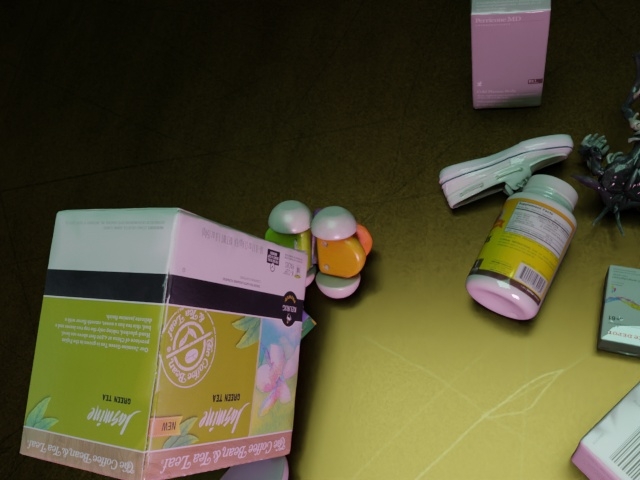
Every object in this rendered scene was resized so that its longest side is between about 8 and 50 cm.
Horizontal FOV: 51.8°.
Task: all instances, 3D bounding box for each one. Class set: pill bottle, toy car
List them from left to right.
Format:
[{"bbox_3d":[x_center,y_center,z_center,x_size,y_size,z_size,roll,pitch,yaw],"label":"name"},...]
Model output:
[{"bbox_3d":[0.000,0.000,1.124,0.182,0.159,0.136,8,34,19],"label":"toy car"},{"bbox_3d":[0.321,0.007,1.031,0.117,0.117,0.215,24,73,24],"label":"pill bottle"}]

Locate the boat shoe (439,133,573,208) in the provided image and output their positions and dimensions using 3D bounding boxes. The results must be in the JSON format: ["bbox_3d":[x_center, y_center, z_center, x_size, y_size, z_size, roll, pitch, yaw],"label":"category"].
[{"bbox_3d":[0.319,-0.110,1.119,0.226,0.083,0.075,-17,73,20],"label":"boat shoe"}]

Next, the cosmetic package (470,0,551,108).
[{"bbox_3d":[0.321,-0.338,1.125,0.127,0.238,0.107,0,65,16],"label":"cosmetic package"}]

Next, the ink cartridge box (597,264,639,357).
[{"bbox_3d":[0.467,0.107,0.980,0.089,0.052,0.122,9,69,19],"label":"ink cartridge box"}]

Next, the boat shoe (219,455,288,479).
[{"bbox_3d":[-0.114,0.451,0.950,0.113,0.105,0.306,-7,39,25],"label":"boat shoe"}]

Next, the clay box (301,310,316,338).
[{"bbox_3d":[-0.129,0.112,1.143,0.127,0.053,0.222,-45,63,-7],"label":"clay box"}]

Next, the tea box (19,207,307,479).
[{"bbox_3d":[-0.198,0.143,0.937,0.220,0.329,0.323,1,81,29],"label":"tea box"}]

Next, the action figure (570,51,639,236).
[{"bbox_3d":[0.504,-0.146,1.047,0.164,0.141,0.275,23,99,15],"label":"action figure"}]

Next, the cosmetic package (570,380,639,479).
[{"bbox_3d":[0.432,0.272,0.836,0.151,0.183,0.151,-43,62,-5],"label":"cosmetic package"}]
